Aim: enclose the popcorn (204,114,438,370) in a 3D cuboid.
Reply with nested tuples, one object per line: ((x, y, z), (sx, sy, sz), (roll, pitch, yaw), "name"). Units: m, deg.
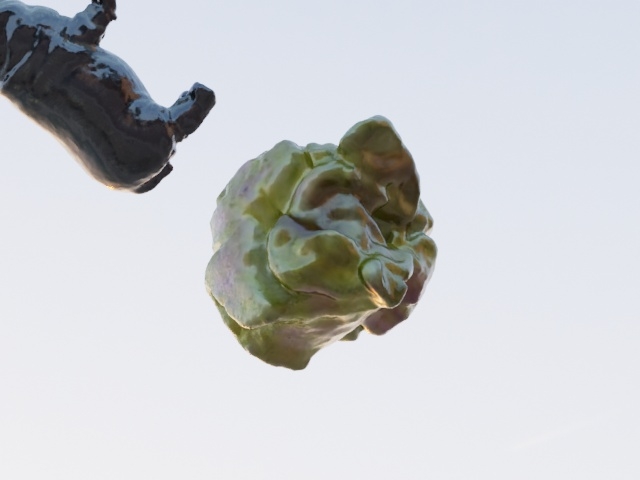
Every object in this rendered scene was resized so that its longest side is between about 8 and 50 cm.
((-0.001, 0.001, 0.801), (0.109, 0.097, 0.089), (-39, -12, -18), "popcorn")

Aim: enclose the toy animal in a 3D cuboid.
((-0.277, -0.181, 1.854), (0.343, 0.168, 0.106), (29, -13, -8), "toy animal")
